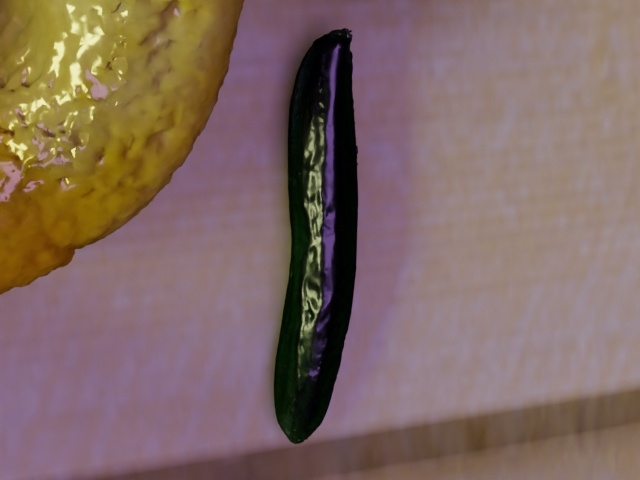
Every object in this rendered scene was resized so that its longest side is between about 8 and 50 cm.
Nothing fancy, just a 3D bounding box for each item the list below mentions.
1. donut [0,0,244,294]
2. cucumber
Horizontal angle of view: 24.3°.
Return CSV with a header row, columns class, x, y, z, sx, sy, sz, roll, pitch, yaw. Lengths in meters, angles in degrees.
class,x,y,z,sx,sy,sz,roll,pitch,yaw
donut,-0.134,-0.047,0.535,0.259,0.101,0.152,-23,136,-18
cucumber,0.000,0.000,0.642,0.036,0.033,0.184,-7,105,-43
